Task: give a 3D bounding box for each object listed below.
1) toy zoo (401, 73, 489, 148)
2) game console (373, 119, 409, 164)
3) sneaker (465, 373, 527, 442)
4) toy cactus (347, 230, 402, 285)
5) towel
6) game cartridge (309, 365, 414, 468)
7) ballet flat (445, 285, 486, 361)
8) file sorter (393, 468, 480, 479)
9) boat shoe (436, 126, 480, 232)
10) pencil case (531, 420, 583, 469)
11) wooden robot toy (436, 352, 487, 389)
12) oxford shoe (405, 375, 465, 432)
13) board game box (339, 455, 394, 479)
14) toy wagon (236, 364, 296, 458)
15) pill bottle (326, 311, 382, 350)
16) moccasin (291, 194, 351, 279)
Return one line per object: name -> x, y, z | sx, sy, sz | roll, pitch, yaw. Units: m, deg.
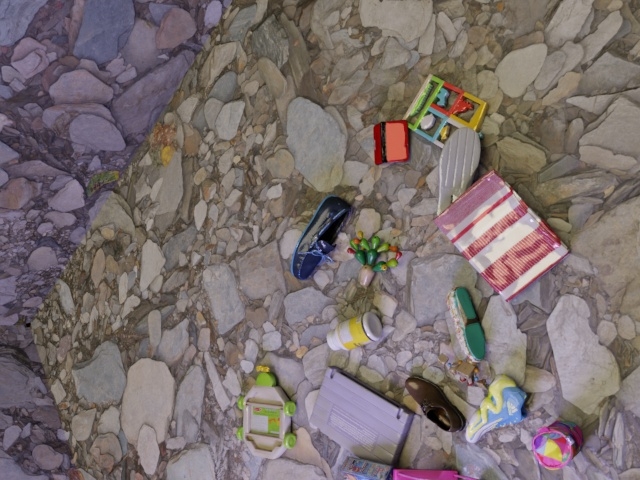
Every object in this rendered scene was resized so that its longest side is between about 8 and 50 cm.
toy zoo -> 0.423, -0.408, 1.838 | 0.293, 0.030, 0.192 | 41, 108, 34
game console -> 0.247, -0.344, 1.958 | 0.124, 0.085, 0.144 | -179, 86, -75
sneaker -> 0.514, 0.510, 1.601 | 0.126, 0.091, 0.240 | 29, 113, 25
toy cactus -> 0.173, 0.073, 1.931 | 0.219, 0.112, 0.180 | 22, 107, 29
towel -> 0.525, -0.015, 1.627 | 0.237, 0.037, 0.329 | -44, 77, 18
game cartridge -> 0.133, 0.610, 1.903 | 0.355, 0.068, 0.230 | 23, 102, 38
ballet flat -> 0.445, 0.258, 1.708 | 0.077, 0.091, 0.241 | 132, 132, -59
file sorter -> 0.330, 0.804, 1.547 | 0.182, 0.202, 0.290 | 136, 140, -67
boat shoe -> 0.419, -0.186, 1.751 | 0.121, 0.119, 0.335 | 13, 94, 8
pencil case -> 0.613, 0.519, 1.428 | 0.104, 0.236, 0.104 | -8, 74, 29
wooden robot toy -> 0.448, 0.386, 1.699 | 0.173, 0.076, 0.079 | 24, 63, 38
oxford shoe -> 0.343, 0.505, 1.730 | 0.227, 0.096, 0.082 | 37, 108, 37
board game box -> 0.169, 0.777, 1.798 | 0.194, 0.194, 0.060 | 5, 44, 39
toy wagon -> -0.207, 0.659, 2.153 | 0.267, 0.068, 0.344 | -6, 79, 37
pill bottle -> 0.115, 0.321, 1.927 | 0.184, 0.103, 0.103 | -27, 68, 33
moccasin -> 0.000, 0.000, 2.044 | 0.117, 0.138, 0.342 | 31, 104, 32
